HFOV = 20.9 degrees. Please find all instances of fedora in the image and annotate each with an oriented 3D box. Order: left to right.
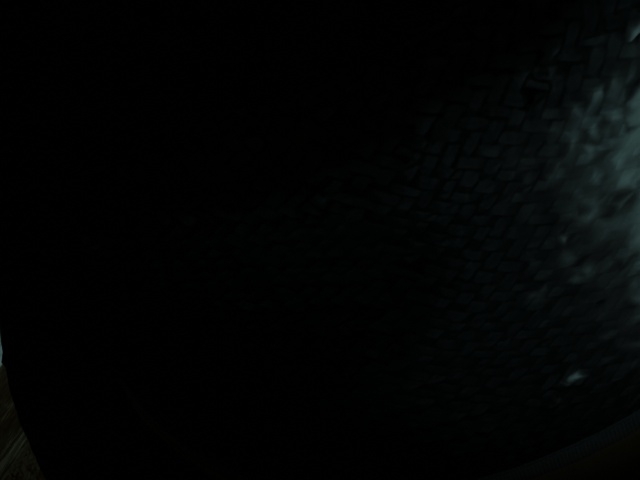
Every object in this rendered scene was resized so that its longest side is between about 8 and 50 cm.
[{"bbox_3d":[0.027,-0.054,0.448,0.334,0.334,0.152,-57,147,-7],"label":"fedora"}]

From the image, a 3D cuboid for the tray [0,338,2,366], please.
[{"bbox_3d":[-0.153,0.057,0.686,0.145,0.030,0.270,-53,-175,49],"label":"tray"}]
